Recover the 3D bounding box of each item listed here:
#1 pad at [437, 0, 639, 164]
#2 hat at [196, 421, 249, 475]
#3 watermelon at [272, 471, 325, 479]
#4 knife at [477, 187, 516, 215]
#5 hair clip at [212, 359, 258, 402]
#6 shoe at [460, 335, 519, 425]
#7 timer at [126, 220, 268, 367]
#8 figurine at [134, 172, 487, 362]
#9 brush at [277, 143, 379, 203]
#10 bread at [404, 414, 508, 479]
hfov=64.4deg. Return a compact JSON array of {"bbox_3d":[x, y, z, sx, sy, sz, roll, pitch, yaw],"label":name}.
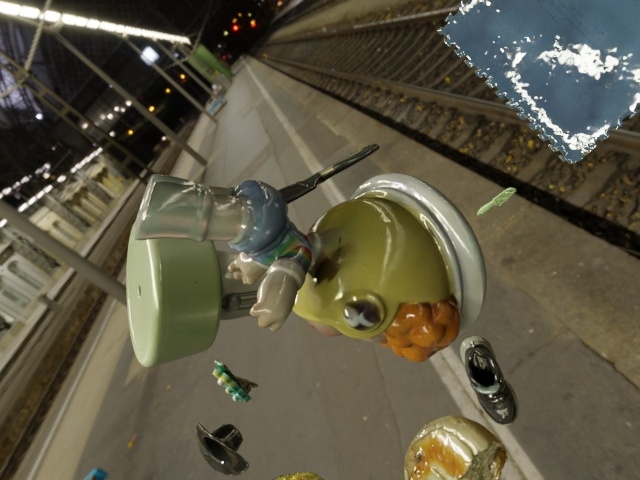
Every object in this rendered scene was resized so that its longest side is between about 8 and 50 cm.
[{"bbox_3d":[0.328,-0.275,0.631,0.269,0.269,0.012,-43,-4,29],"label":"pad"},{"bbox_3d":[-0.155,0.332,0.830,0.121,0.121,0.050,-25,13,47],"label":"hat"},{"bbox_3d":[-0.079,0.830,1.614,0.204,0.232,0.127,-1,90,28],"label":"watermelon"},{"bbox_3d":[0.480,-0.103,1.392,0.014,0.030,0.207,-64,0,-18],"label":"knife"},{"bbox_3d":[-0.150,0.255,0.898,0.049,0.172,0.049,-7,58,11],"label":"hair clip"},{"bbox_3d":[0.303,0.259,0.916,0.071,0.168,0.099,-24,-8,14],"label":"shoe"},{"bbox_3d":[-0.216,0.094,1.050,0.291,0.316,0.290,5,96,59],"label":"timer"},{"bbox_3d":[0.011,0.006,0.538,0.225,0.382,0.204,26,98,51],"label":"figurine"},{"bbox_3d":[-0.011,-0.072,0.615,0.194,0.016,0.063,-28,21,-15],"label":"brush"},{"bbox_3d":[0.304,0.547,1.218,0.192,0.171,0.313,35,115,51],"label":"bread"}]
